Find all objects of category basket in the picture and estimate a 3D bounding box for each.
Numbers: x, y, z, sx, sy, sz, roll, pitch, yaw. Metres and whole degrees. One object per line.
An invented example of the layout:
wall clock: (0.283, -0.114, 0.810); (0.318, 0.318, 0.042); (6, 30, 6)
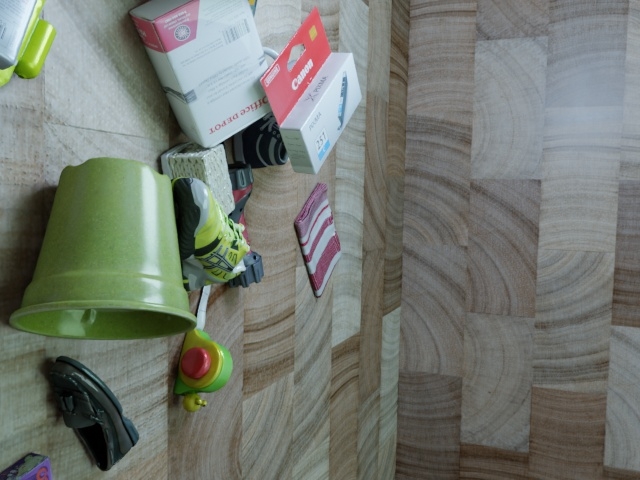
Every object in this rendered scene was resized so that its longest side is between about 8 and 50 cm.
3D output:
basket: (-0.259, -0.121, 1.312); (0.113, 0.103, 0.167); (-57, 143, -60)

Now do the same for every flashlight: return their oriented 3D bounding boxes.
flashlight: (-0.196, -0.038, 1.495); (0.103, 0.103, 0.304); (-54, 140, -58)

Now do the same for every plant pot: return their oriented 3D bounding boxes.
plant pot: (-0.337, 0.014, 0.988); (0.276, 0.275, 0.254); (38, 47, -64)

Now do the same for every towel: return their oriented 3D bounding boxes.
towel: (0.000, 0.000, 2.066); (0.237, 0.037, 0.329); (-62, 147, -45)

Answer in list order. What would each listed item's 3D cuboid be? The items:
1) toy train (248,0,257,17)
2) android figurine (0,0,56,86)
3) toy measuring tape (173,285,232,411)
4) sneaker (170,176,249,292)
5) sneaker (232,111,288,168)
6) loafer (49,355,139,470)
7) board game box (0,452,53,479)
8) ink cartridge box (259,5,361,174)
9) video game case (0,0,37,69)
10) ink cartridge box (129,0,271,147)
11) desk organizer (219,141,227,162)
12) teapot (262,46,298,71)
toy train: (-0.199, -0.605, 1.386); (0.190, 0.142, 0.334); (48, 49, -73)
android figurine: (-0.476, -0.324, 0.833); (0.248, 0.056, 0.273); (53, 43, -57)
toy measuring tape: (-0.245, 0.225, 1.388); (0.121, 0.121, 0.331); (49, 48, -60)
sneaker: (-0.219, -0.019, 1.198); (0.385, 0.147, 0.145); (112, -35, -67)
sneaker: (-0.143, -0.318, 1.514); (0.099, 0.153, 0.283); (-32, 122, -60)
loafer: (-0.398, 0.310, 1.057); (0.084, 0.096, 0.268); (-60, 148, -38)
board game box: (-0.484, 0.536, 0.933); (0.208, 0.056, 0.347); (-27, 117, -60)
ink cartridge box: (-0.010, -0.347, 1.406); (0.296, 0.066, 0.261); (-62, 148, -32)
video game case: (-0.478, -0.420, 0.723); (0.329, 0.036, 0.300); (34, 57, -49)
ink cartridge box: (-0.229, -0.366, 1.246); (0.207, 0.117, 0.283); (-36, 135, -21)
desk organizer: (-0.253, -0.230, 1.395); (0.047, 0.050, 0.130); (-42, 131, -60)
teapot: (-0.068, -0.367, 1.624); (0.187, 0.255, 0.253); (-20, 126, -50)
